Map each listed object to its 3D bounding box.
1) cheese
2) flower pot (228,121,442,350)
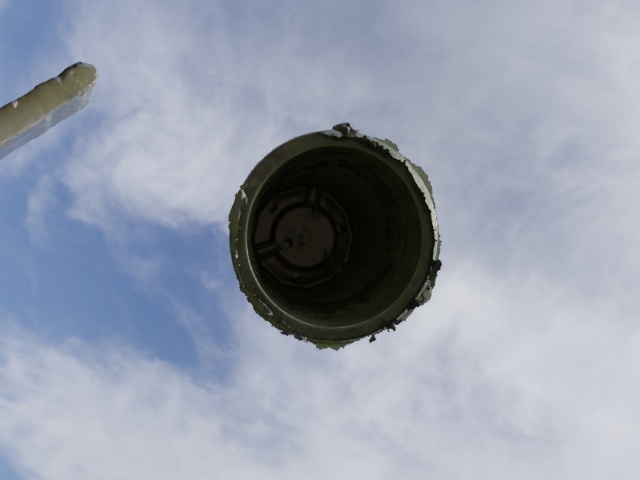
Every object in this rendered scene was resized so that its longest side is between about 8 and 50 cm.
[{"bbox_3d":[-0.355,-0.041,0.355,0.085,0.400,0.034,-13,-57,47],"label":"cheese"},{"bbox_3d":[0.000,0.000,0.634,0.290,0.259,0.290,0,-91,-14],"label":"flower pot"}]
